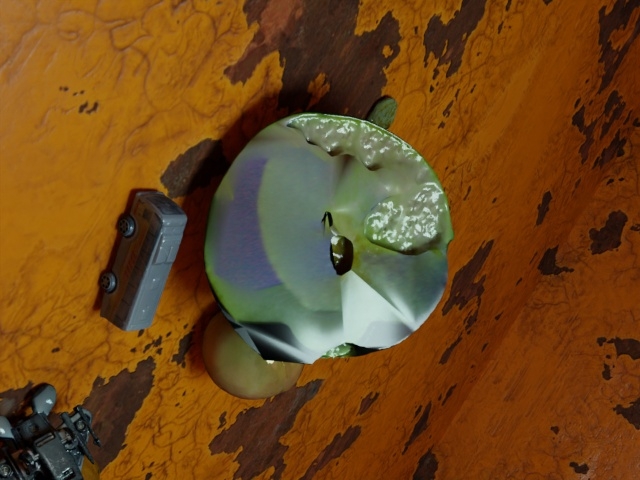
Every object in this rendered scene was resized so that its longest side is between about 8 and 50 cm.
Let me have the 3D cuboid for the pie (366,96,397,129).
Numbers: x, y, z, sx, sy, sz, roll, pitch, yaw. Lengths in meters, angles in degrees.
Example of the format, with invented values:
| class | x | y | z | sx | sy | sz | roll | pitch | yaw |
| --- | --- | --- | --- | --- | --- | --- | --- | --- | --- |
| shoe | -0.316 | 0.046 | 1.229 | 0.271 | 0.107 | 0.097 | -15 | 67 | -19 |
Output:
| class | x | y | z | sx | sy | sz | roll | pitch | yaw |
| --- | --- | --- | --- | --- | --- | --- | --- | --- | --- |
| pie | 0.110 | -0.222 | 1.470 | 0.085 | 0.017 | 0.085 | -38 | 147 | -31 |

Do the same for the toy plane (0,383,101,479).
| class | x | y | z | sx | sy | sz | roll | pitch | yaw |
| --- | --- | --- | --- | --- | --- | --- | --- | --- | --- |
| toy plane | -0.345 | 0.318 | 1.079 | 0.169 | 0.246 | 0.078 | -28 | 160 | -41 |

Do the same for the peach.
| class | x | y | z | sx | sy | sz | roll | pitch | yaw |
| --- | --- | --- | --- | --- | --- | --- | --- | --- | --- |
| peach | -0.110 | 0.185 | 1.369 | 0.184 | 0.184 | 0.184 | -37 | 145 | -32 |

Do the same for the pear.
| class | x | y | z | sx | sy | sz | roll | pitch | yaw |
| --- | --- | --- | --- | --- | --- | --- | --- | --- | --- |
| pear | -0.001 | -0.004 | 1.269 | 0.398 | 0.165 | 0.399 | -1 | 94 | -19 |

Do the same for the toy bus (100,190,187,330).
| class | x | y | z | sx | sy | sz | roll | pitch | yaw |
| --- | --- | --- | --- | --- | --- | --- | --- | --- | --- |
| toy bus | -0.245 | 0.030 | 1.108 | 0.064 | 0.075 | 0.191 | -3 | 121 | -55 |

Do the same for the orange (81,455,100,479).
| class | x | y | z | sx | sy | sz | roll | pitch | yaw |
| --- | --- | --- | --- | --- | --- | --- | --- | --- | --- |
| orange | -0.383 | 0.365 | 1.168 | 0.117 | 0.136 | 0.136 | 9 | 114 | -23 |
